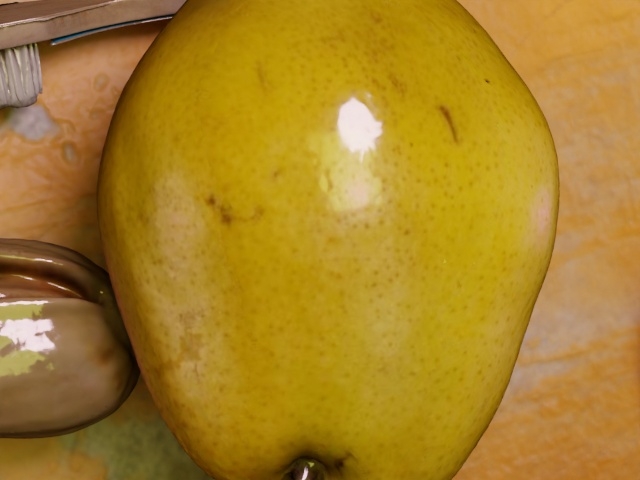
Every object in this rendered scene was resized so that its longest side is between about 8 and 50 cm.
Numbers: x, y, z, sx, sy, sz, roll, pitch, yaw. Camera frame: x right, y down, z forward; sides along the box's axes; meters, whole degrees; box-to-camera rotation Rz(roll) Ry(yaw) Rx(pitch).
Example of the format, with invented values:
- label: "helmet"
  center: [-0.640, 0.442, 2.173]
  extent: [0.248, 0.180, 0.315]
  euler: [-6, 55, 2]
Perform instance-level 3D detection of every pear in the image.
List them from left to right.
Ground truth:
- label: "pear"
  center: [0.010, -0.008, 1.120]
  extent: [0.285, 0.285, 0.336]
  euler: [-15, 60, -17]

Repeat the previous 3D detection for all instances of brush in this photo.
- label: "brush"
  center: [-0.161, -0.128, 1.204]
  extent: [0.327, 0.070, 0.065]
  euler: [-15, 109, -18]

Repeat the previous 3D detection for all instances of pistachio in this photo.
- label: "pistachio"
  center: [-0.213, 0.065, 1.150]
  extent: [0.206, 0.131, 0.129]
  euler: [-2, 42, -12]
